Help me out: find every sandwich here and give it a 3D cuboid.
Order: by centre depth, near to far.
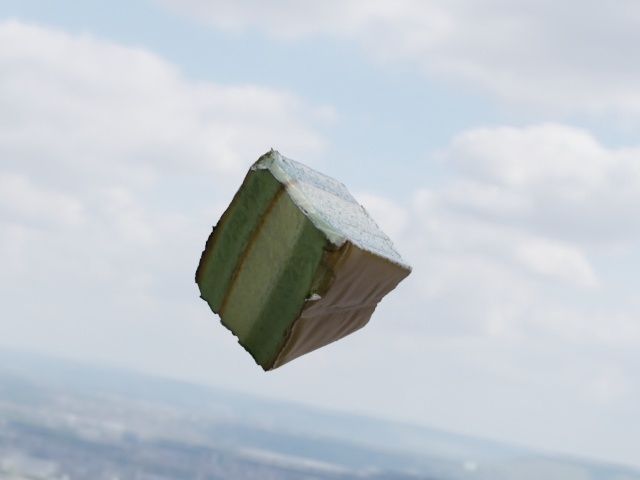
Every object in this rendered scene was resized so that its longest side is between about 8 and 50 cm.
[{"bbox_3d":[0.000,0.000,1.961,0.198,0.227,0.155,-22,62,-40],"label":"sandwich"}]
